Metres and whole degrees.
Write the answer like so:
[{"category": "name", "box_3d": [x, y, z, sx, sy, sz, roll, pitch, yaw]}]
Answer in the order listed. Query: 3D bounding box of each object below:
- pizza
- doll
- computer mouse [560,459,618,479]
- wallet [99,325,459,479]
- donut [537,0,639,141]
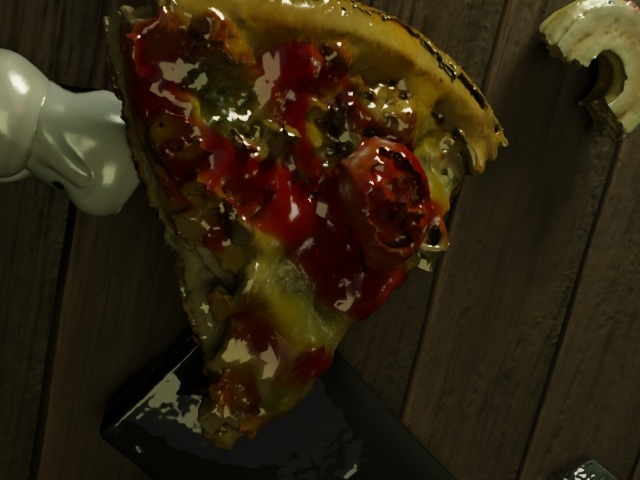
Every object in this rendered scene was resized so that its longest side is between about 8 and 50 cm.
[{"category": "pizza", "box_3d": [0.000, 0.000, 0.702, 0.440, 0.130, 0.406, 8, 97, -41]}, {"category": "doll", "box_3d": [-0.227, -0.087, 0.655, 0.180, 0.110, 0.107, 20, 93, -25]}, {"category": "computer mouse", "box_3d": [0.379, 0.381, 1.074, 0.229, 0.068, 0.113, 44, 69, -16]}, {"category": "wallet", "box_3d": [-0.018, 0.242, 0.861, 0.228, 0.062, 0.406, -43, 114, -7]}, {"category": "donut", "box_3d": [0.304, -0.197, 0.857, 0.108, 0.065, 0.166, -47, 116, -2]}]
